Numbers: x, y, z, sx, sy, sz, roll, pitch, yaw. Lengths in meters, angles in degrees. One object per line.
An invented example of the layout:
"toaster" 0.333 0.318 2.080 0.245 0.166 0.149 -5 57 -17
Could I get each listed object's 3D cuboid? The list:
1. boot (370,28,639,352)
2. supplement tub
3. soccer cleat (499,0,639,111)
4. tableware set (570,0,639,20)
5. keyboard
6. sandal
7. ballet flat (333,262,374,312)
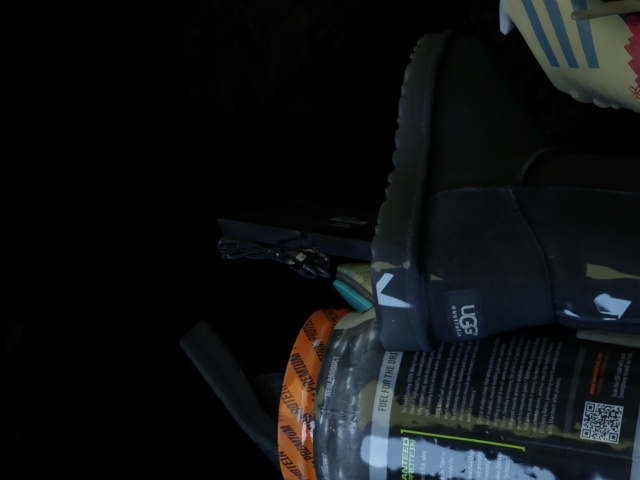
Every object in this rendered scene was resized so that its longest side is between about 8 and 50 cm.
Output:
"boot" 0.287 -0.050 1.278 0.445 0.146 0.367 -3 41 14
"supplement tub" 0.150 0.154 1.316 0.338 0.207 0.207 7 82 19
"soccer cleat" 0.286 -0.169 1.491 0.331 0.116 0.143 49 145 35
"tableware set" 0.281 -0.259 1.449 0.039 0.194 0.128 99 151 -43
"keyboard" 0.000 0.000 1.671 0.317 0.201 0.033 8 107 52
"sandal" -0.007 0.194 1.654 0.107 0.167 0.446 -41 43 -4
"ballet flat" 0.145 0.096 1.554 0.348 0.123 0.123 43 110 46
